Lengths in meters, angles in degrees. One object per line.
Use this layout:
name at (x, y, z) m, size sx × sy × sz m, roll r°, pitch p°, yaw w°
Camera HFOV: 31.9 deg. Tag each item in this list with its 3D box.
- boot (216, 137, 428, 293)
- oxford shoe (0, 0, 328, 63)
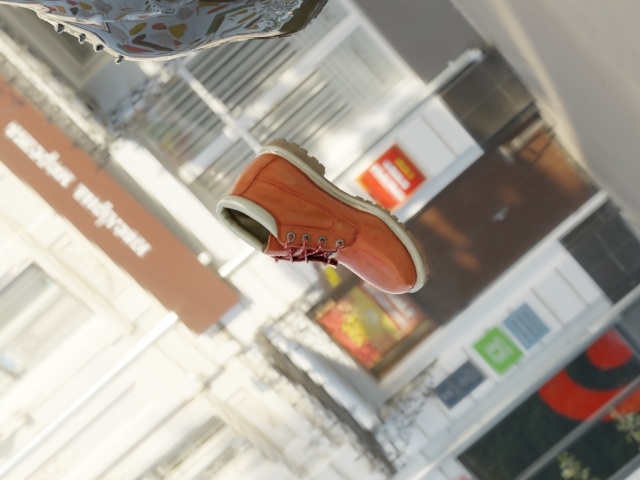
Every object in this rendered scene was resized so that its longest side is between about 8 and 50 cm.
boot at (0.000, 0.000, 0.809) m, size 0.158 × 0.059 × 0.084 m, roll 35°, pitch -132°, yaw 9°
oxford shoe at (-0.103, -0.114, 0.487) m, size 0.096 × 0.227 × 0.083 m, roll 105°, pitch 164°, yaw -52°
